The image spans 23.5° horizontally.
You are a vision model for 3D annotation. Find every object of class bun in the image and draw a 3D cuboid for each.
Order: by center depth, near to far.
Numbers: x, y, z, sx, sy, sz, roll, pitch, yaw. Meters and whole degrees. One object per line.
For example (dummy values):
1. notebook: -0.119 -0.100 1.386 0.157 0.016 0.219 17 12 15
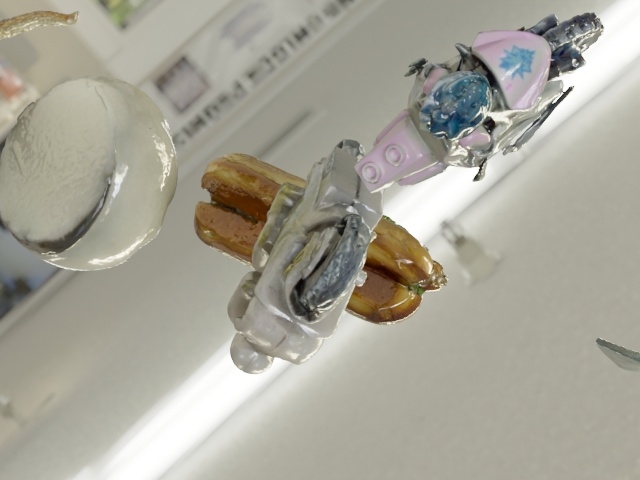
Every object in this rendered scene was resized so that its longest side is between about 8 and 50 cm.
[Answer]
1. bun: -0.190 -0.054 1.351 0.173 0.120 0.172 -15 -114 39

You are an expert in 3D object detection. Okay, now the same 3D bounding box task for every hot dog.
1. hot dog: 0.000 0.000 1.850 0.100 0.337 0.135 -18 128 -62

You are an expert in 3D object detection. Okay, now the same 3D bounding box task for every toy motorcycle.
1. toy motorcycle: 0.111 -0.110 1.277 0.239 0.108 0.204 -52 167 28
2. toy motorcycle: -0.016 0.024 1.491 0.223 0.108 0.340 -57 -170 20

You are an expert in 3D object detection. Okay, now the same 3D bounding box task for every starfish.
1. starfish: -0.389 -0.187 1.464 0.295 0.048 0.231 -18 -165 -22

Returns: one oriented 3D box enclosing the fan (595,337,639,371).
1. fan: 0.386 0.143 1.749 0.023 0.057 0.282 -48 -169 -7
